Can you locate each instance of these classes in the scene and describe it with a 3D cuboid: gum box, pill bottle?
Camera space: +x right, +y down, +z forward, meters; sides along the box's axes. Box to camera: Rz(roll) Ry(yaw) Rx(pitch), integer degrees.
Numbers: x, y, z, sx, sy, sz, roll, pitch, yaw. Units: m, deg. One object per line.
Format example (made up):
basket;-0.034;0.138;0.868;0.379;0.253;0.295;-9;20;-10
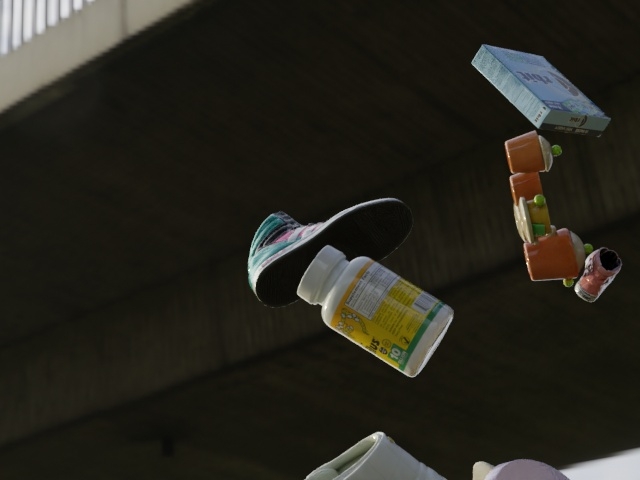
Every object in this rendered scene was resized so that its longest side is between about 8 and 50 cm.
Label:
gum box;0.356;-0.242;2.155;0.157;0.184;0.041;3;-52;-42
pill bottle;0.076;0.096;1.919;0.208;0.117;0.117;32;-29;11

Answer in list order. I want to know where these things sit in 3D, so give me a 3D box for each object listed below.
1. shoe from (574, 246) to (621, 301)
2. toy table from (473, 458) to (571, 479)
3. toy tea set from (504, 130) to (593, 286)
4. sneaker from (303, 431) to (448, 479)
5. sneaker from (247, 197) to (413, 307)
shoe;0.538;0.045;2.517;0.063;0.178;0.081;37;-55;6
toy table;0.304;0.453;2.105;0.274;0.252;0.161;38;-44;-26
toy tea set;0.421;-0.062;2.434;0.124;0.200;0.336;-12;-31;6
sneaker;0.013;0.343;1.476;0.169;0.108;0.292;41;-85;-9
sneaker;0.000;0.000;2.266;0.296;0.178;0.123;-27;-65;-10
